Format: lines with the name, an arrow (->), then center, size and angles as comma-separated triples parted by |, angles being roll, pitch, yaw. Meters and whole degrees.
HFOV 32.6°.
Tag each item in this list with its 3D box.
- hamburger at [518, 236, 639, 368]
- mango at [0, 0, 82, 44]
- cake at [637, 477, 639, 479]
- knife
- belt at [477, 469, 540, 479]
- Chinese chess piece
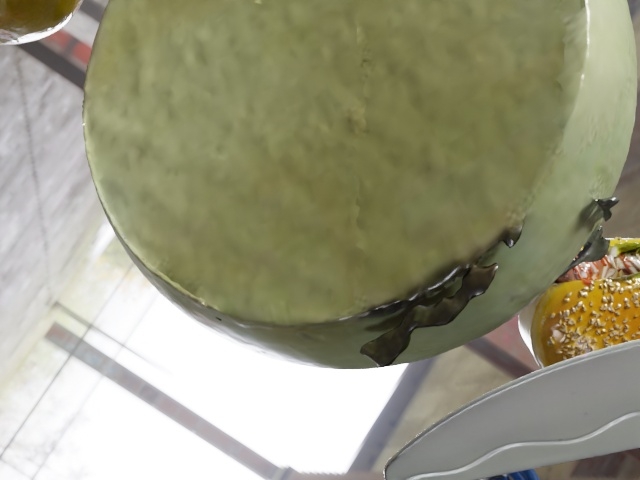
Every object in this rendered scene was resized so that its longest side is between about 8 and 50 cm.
hamburger -> 0.328, 0.081, 1.238 | 0.116, 0.210, 0.173 | -161, -105, -66
mango -> -0.220, -0.232, 0.743 | 0.114, 0.156, 0.251 | -33, 172, -30
cake -> 0.441, 0.321, 1.270 | 0.207, 0.178, 0.185 | -52, 139, -56
knife -> 0.190, 0.078, 0.539 | 0.336, 0.081, 0.043 | -12, -150, 9
belt -> 0.094, 0.357, 1.024 | 0.347, 0.117, 0.212 | -43, -156, -18
Chinese chess piece -> 0.013, -0.057, 0.451 | 0.237, 0.238, 0.092 | -56, 153, 0
